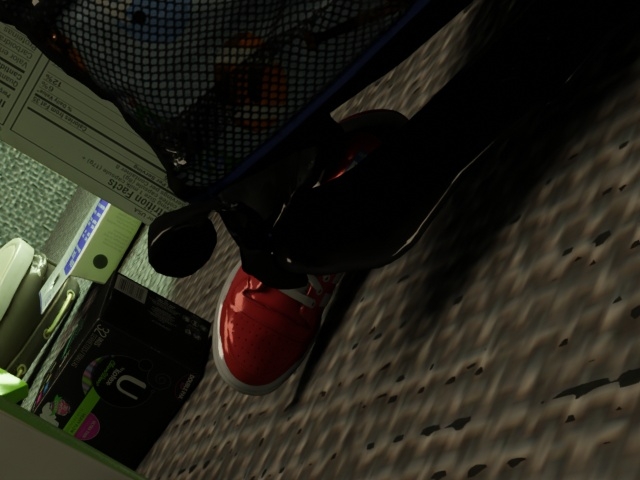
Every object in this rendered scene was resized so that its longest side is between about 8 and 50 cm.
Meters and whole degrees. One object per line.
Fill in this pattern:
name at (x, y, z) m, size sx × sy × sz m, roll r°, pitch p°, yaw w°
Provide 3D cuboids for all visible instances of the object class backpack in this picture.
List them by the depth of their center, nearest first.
backpack at (0.029, -0.166, 0.459) m, size 0.263 × 0.213 × 0.276 m, roll -31°, pitch 22°, yaw 34°

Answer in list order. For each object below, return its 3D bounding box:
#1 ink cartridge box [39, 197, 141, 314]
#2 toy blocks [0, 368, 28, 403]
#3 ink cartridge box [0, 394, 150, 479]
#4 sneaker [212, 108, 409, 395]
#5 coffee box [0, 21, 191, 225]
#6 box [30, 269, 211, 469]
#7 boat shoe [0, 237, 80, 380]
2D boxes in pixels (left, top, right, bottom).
ink cartridge box at (-0.217, -0.015, 1.489) m, size 0.208 × 0.045 × 0.206 m, roll -58°, pitch 12°, yaw -2°
toy blocks at (-0.380, 0.262, 1.020) m, size 0.381 × 0.191 × 0.261 m, roll -25°, pitch -54°, yaw -45°
ink cartridge box at (-0.184, 0.182, 0.670) m, size 0.207 × 0.119 × 0.353 m, roll -63°, pitch 13°, yaw -15°
sneaker at (0.000, 0.000, 0.547) m, size 0.118 × 0.042 × 0.067 m, roll -63°, pitch 9°, yaw -29°
coffee box at (-0.127, -0.275, 1.035) m, size 0.334 × 0.338 × 0.337 m, roll -48°, pitch 15°, yaw 45°
box at (-0.105, 0.071, 0.761) m, size 0.083 × 0.062 × 0.052 m, roll -54°, pitch 14°, yaw 25°
boat shoe at (-0.373, 0.158, 1.588) m, size 0.116 × 0.097 × 0.324 m, roll -7°, pitch 53°, yaw 57°
